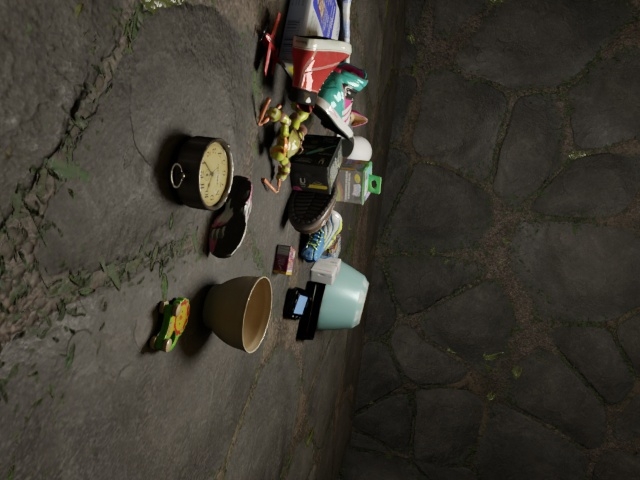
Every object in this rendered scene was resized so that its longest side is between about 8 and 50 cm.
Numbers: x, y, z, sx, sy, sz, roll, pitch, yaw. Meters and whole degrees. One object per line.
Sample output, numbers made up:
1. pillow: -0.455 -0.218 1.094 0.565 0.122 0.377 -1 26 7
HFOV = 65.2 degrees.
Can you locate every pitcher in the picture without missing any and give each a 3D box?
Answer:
1. pitcher: 0.114 -0.334 1.983 0.177 0.125 0.207 -63 159 14

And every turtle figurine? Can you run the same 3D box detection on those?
1. turtle figurine: -0.080 -0.270 1.263 0.217 0.087 0.269 -68 161 -44

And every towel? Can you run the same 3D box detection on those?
1. towel: 0.079 -0.692 1.622 0.285 0.034 0.209 86 -2 -45

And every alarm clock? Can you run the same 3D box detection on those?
1. alarm clock: -0.213 -0.117 0.872 0.192 0.064 0.129 -35 133 -74

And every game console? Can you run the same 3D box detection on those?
1. game console: -0.059 0.244 1.759 0.361 0.044 0.213 41 58 -73

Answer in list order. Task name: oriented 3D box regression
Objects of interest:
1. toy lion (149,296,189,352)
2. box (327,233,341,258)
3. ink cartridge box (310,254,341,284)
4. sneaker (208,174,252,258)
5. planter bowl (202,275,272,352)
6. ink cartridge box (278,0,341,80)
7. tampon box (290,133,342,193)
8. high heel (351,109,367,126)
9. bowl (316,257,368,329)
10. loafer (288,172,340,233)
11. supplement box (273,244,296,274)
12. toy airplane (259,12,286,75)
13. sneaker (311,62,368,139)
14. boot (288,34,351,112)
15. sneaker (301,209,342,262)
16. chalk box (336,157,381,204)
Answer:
1. toy lion: -0.266 0.151 0.906 0.096 0.034 0.100 75 27 -75
2. box: 0.058 0.042 2.137 0.137 0.027 0.094 -60 156 -57
3. ink cartridge box: 0.019 0.111 1.896 0.122 0.089 0.052 -56 154 -60
4. sneaker: -0.178 -0.042 1.059 0.077 0.072 0.178 89 19 -73
5. planter bowl: -0.182 0.149 1.067 0.162 0.109 0.162 8 90 -75
6. ink cartridge box: -0.019 -0.568 1.381 0.307 0.072 0.303 36 62 -77
7. tampon box: -0.010 -0.231 1.502 0.101 0.120 0.161 84 20 -43
8. high heel: 0.092 -0.432 1.792 0.244 0.117 0.082 -33 131 -72
9. bowl: 0.102 0.240 2.069 0.311 0.163 0.311 13 90 -83
10. loafer: 0.001 -0.137 1.573 0.366 0.134 0.130 -68 160 -43
11. supplement box: -0.105 0.057 1.458 0.055 0.043 0.083 23 77 -76
12. toy airplane: -0.111 -0.442 1.156 0.151 0.028 0.151 10 90 -76
13. sneaker: 0.065 -0.410 1.434 0.178 0.124 0.295 -58 164 3
14. boot: -0.004 -0.414 1.250 0.244 0.088 0.176 -35 139 -55
15. sneaker: 0.000 0.000 1.661 0.126 0.091 0.240 -61 176 -34
16. chalk box: 0.117 -0.218 1.826 0.132 0.213 0.132 -56 151 -60
